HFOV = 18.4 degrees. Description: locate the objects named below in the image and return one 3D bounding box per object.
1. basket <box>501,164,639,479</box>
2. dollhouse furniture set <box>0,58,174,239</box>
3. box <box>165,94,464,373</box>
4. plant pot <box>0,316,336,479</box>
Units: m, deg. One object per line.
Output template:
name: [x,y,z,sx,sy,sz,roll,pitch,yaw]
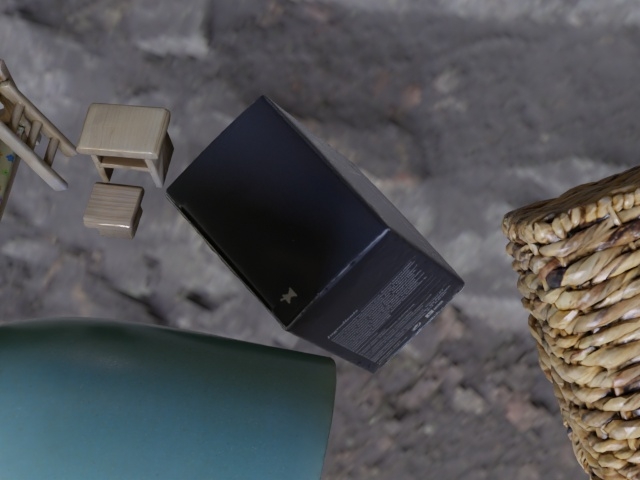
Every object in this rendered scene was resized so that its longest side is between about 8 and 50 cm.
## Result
basket: [0.283,0.041,1.229,0.299,0.213,0.223,-21,92,0]
dollhouse furniture set: [-0.195,-0.019,1.261,0.161,0.101,0.181,5,60,14]
box: [0.000,0.000,1.511,0.108,0.207,0.153,-45,68,5]
plant pot: [-0.145,0.178,1.223,0.235,0.293,0.293,18,60,-5]
